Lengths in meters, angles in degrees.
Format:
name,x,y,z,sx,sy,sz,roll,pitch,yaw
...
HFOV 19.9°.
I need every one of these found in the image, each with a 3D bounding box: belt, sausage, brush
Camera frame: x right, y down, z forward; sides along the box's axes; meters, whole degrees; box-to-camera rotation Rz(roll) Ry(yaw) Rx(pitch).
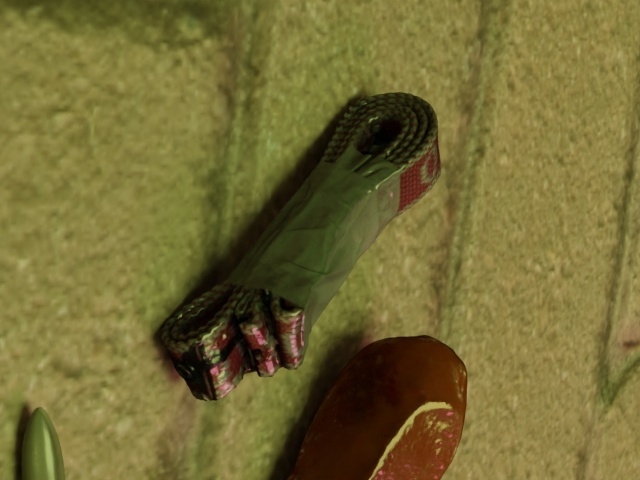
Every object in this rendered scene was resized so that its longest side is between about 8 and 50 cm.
name,x,y,z,sx,sy,sz,roll,pitch,yaw
belt,0.000,0.000,1.045,0.232,0.071,0.053,-50,144,-32
sausage,0.028,0.138,1.121,0.089,0.089,0.179,34,82,-53
brush,-0.136,0.228,0.958,0.042,0.039,0.299,-109,-162,-72
